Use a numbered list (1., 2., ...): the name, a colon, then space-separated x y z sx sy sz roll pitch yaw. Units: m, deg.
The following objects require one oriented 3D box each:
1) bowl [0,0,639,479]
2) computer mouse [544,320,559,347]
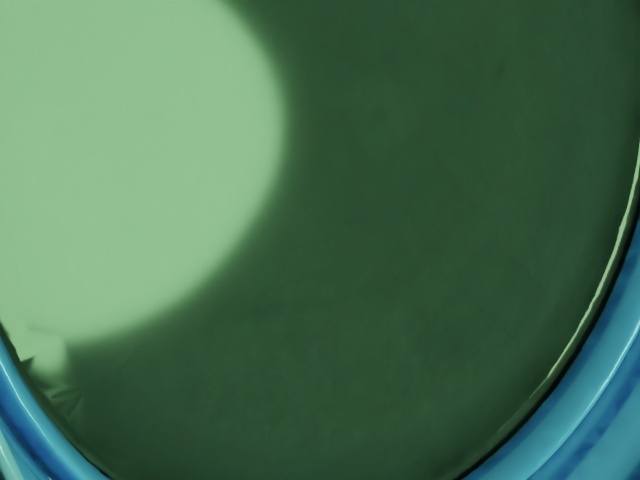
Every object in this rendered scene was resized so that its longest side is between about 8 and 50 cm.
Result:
1. bowl: 0.035 -0.042 0.466 0.391 0.077 0.391 -8 103 -35
2. computer mouse: 0.000 0.000 0.534 0.188 0.072 0.272 -49 112 -19
